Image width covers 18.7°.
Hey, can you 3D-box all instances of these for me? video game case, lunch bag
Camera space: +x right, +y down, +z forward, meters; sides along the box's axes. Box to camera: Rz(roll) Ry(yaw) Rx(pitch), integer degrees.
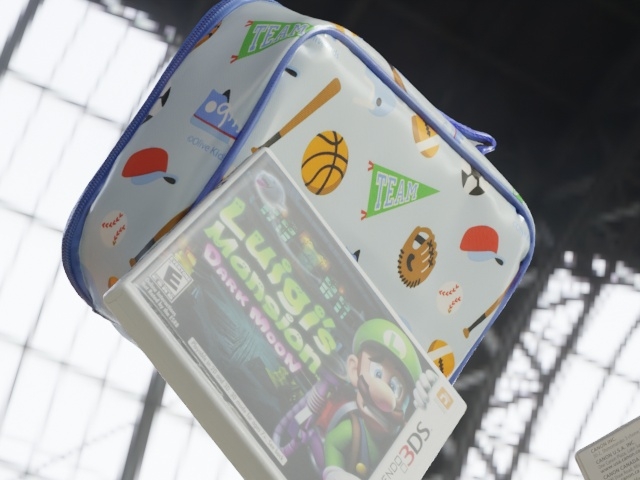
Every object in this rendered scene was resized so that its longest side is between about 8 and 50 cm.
[{"bbox_3d":[-0.011,0.061,1.024,0.022,0.173,0.190,-33,-81,34],"label":"video game case"},{"bbox_3d":[0.000,0.000,1.220,0.115,0.243,0.303,22,-13,44],"label":"lunch bag"}]

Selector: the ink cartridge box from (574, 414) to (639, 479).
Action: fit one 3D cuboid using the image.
[{"bbox_3d":[0.404,0.151,1.708,0.296,0.066,0.261,-33,-23,23],"label":"ink cartridge box"}]
